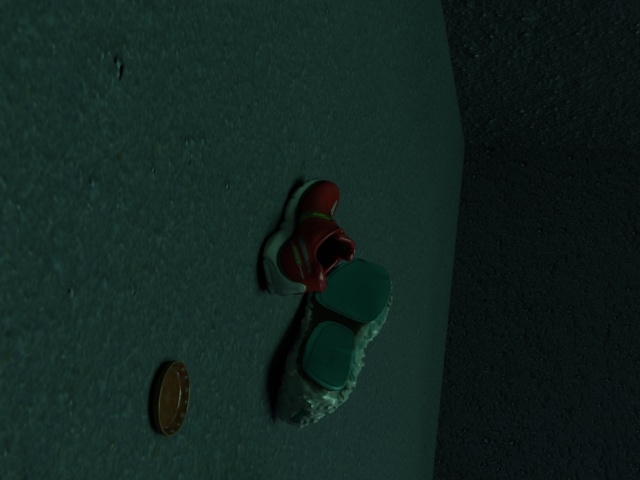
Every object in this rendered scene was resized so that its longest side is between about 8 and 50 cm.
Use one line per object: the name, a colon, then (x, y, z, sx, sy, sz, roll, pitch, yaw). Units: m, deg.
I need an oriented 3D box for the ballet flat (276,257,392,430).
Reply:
ballet flat: (0.013, 0.170, 1.525, 0.409, 0.147, 0.147, -55, 145, -58)

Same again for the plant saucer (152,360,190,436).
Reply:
plant saucer: (-0.167, 0.175, 1.000, 0.083, 0.013, 0.083, 2, 90, -76)

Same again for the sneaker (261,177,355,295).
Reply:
sneaker: (0.000, 0.000, 1.389, 0.279, 0.118, 0.107, -67, 156, -52)
